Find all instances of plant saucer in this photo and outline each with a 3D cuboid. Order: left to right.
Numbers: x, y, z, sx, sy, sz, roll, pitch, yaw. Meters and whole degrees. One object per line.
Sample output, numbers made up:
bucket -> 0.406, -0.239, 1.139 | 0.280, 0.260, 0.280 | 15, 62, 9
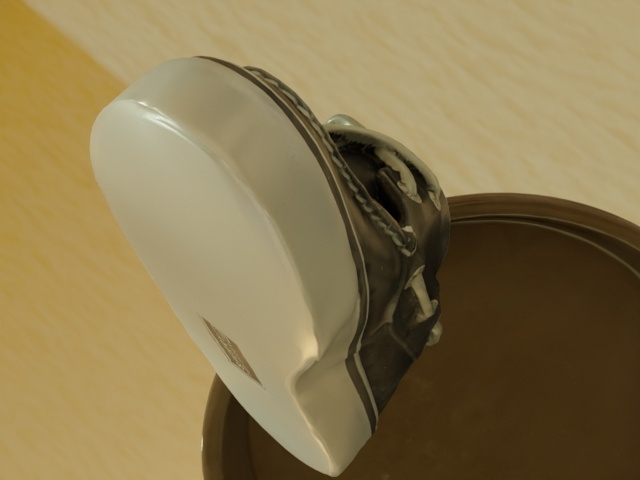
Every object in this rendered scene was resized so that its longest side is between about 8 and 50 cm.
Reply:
plant saucer -> 0.078, 0.096, 0.846 | 0.278, 0.278, 0.041 | -60, 18, 21

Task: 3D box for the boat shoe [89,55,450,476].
boat shoe -> 0.000, 0.000, 0.634 | 0.102, 0.108, 0.301 | -47, -23, -13
